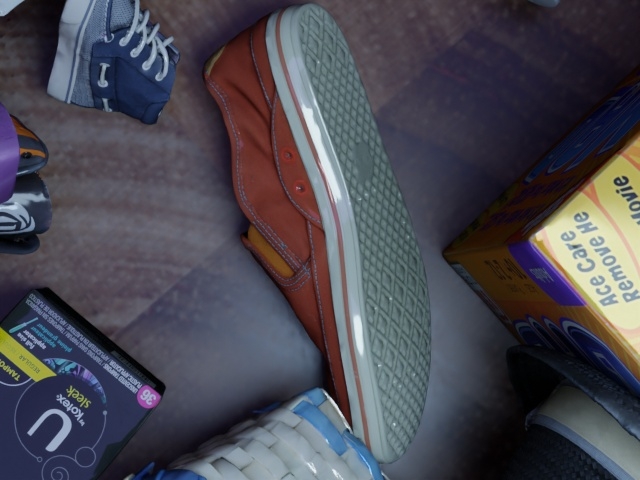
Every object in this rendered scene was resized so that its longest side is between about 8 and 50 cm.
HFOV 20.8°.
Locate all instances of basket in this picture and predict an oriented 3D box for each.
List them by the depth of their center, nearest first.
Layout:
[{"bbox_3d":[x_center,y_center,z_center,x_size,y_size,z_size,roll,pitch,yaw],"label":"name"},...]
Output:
[{"bbox_3d":[-0.060,0.261,1.165,0.289,0.201,0.255,-37,91,-35],"label":"basket"}]

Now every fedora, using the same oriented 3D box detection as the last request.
[{"bbox_3d":[0.181,0.218,1.099,0.152,0.334,0.334,-43,92,-7],"label":"fedora"}]

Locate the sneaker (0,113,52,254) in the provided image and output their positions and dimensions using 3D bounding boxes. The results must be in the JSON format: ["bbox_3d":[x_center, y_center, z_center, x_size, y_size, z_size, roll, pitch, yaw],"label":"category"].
[{"bbox_3d":[-0.265,-0.011,1.140,0.180,0.321,0.125,7,130,-12],"label":"sneaker"}]

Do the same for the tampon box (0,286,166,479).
[{"bbox_3d":[-0.204,0.130,1.223,0.120,0.101,0.161,39,87,-1],"label":"tampon box"}]

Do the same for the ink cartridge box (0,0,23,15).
[{"bbox_3d":[-0.211,-0.308,1.145,0.211,0.121,0.289,-37,49,-3],"label":"ink cartridge box"}]

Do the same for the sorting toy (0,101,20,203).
[{"bbox_3d":[-0.323,-0.142,1.127,0.126,0.127,0.365,-19,55,-26],"label":"sorting toy"}]

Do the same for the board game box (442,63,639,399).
[{"bbox_3d":[0.347,0.014,1.132,0.356,0.356,0.356,-42,91,-4],"label":"board game box"}]

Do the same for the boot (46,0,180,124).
[{"bbox_3d":[-0.133,-0.146,1.199,0.086,0.190,0.069,17,65,-7],"label":"boot"}]

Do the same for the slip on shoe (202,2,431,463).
[{"bbox_3d":[0.000,0.000,1.246,0.101,0.123,0.331,-15,96,28],"label":"slip on shoe"}]

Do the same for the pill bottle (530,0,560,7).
[{"bbox_3d":[0.190,-0.269,1.253,0.108,0.108,0.193,34,87,-2],"label":"pill bottle"}]
